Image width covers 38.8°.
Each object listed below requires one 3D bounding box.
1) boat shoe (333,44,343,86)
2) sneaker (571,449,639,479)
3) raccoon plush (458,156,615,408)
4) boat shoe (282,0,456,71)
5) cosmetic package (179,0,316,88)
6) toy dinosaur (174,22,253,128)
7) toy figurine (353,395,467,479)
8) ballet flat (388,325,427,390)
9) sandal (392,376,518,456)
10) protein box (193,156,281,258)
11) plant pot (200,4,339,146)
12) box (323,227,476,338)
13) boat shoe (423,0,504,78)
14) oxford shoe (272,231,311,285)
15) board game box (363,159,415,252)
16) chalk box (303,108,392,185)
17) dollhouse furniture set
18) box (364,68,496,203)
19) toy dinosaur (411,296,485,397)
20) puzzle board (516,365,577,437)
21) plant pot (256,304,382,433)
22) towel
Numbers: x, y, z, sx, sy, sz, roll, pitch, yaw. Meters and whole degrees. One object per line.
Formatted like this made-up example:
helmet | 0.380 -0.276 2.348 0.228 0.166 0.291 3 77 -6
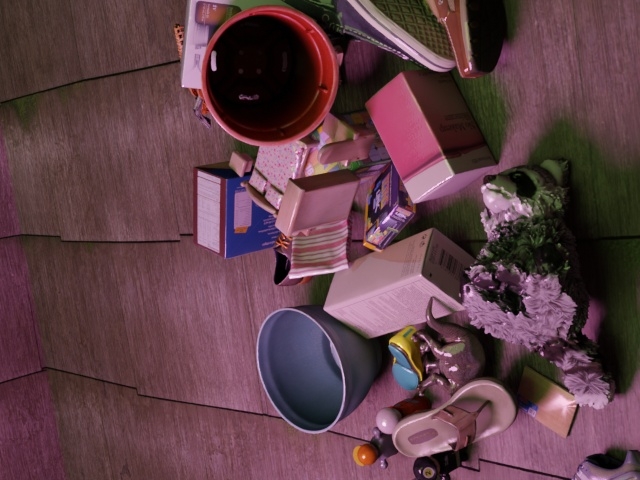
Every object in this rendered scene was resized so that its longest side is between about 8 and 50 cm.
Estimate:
boat shoe | 0.021 -0.360 2.035 0.059 0.063 0.170 50 142 21
sneaker | 0.515 0.472 1.725 0.300 0.111 0.121 -28 70 41
raccoon plush | 0.417 0.066 1.699 0.216 0.299 0.447 -7 129 33
boat shoe | 0.070 -0.476 1.821 0.500 0.187 0.156 35 138 13
cosmetic package | -0.150 -0.515 2.006 0.097 0.284 0.378 -114 30 -60
toy dinosaur | -0.242 -0.394 2.174 0.164 0.218 0.322 31 166 20
toy figurine | 0.194 0.476 2.019 0.213 0.148 0.210 50 132 24
ballet flat | 0.199 0.256 1.987 0.077 0.077 0.231 29 158 26
sandal | 0.267 0.374 1.809 0.302 0.086 0.120 -36 94 31
protein box | -0.195 -0.084 2.234 0.136 0.199 0.201 22 117 42
plant pot | -0.125 -0.354 1.872 0.265 0.272 0.273 -127 37 -68
box | 0.165 0.098 1.920 0.311 0.148 0.121 -23 40 47
boat shoe | 0.260 -0.464 1.708 0.119 0.122 0.324 -9 86 46
oxford shoe | -0.056 -0.007 2.183 0.096 0.098 0.272 28 121 39
board game box | 0.146 -0.082 1.912 0.141 0.048 0.170 -54 21 41
chalk box | 0.069 -0.201 1.973 0.213 0.132 0.132 -35 76 45
dollhouse furniture set | -0.098 -0.181 1.930 0.355 0.173 0.303 41 128 31
box | 0.218 -0.211 1.797 0.127 0.148 0.232 -36 75 45
toy dinosaur | 0.280 0.244 1.870 0.160 0.121 0.314 -1 109 22
puzzle board | 0.449 0.320 1.805 0.128 0.011 0.097 32 124 38
plant pot | 0.018 0.275 2.113 0.293 0.196 0.293 16 113 43
towel | 0.000 0.000 2.052 0.144 0.197 0.029 -13 133 18
